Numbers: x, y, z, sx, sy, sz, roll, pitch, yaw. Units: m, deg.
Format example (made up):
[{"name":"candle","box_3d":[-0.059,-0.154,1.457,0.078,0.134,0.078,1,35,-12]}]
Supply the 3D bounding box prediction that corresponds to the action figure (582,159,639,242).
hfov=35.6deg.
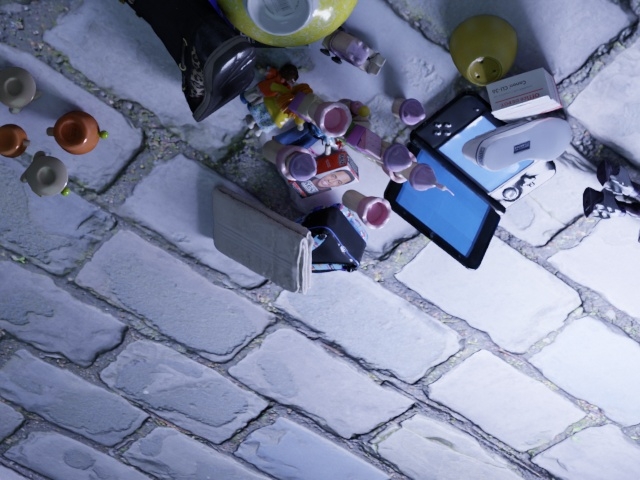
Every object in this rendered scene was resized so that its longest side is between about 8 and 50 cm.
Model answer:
[{"name":"action figure","box_3d":[0.709,-0.070,2.147,0.285,0.099,0.185,16,127,-12]}]

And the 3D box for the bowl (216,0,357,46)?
[{"name":"bowl","box_3d":[-0.067,-0.454,1.785,0.290,0.156,0.289,3,131,3]}]

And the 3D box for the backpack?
[{"name":"backpack","box_3d":[0.000,0.000,2.279,0.173,0.116,0.158,-11,132,39]}]

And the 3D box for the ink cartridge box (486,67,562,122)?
[{"name":"ink cartridge box","box_3d":[0.392,-0.280,1.927,0.115,0.198,0.067,-16,86,19]}]

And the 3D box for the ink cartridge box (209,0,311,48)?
[{"name":"ink cartridge box","box_3d":[-0.125,-0.466,1.914,0.208,0.045,0.206,2,133,7]}]

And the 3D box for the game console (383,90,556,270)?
[{"name":"game console","box_3d":[0.318,-0.121,2.093,0.293,0.173,0.250,36,127,-25]}]

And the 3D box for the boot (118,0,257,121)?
[{"name":"boot","box_3d":[-0.262,-0.392,1.915,0.138,0.377,0.284,-40,91,-11]}]

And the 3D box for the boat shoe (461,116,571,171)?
[{"name":"boat shoe","box_3d":[0.399,-0.205,2.025,0.258,0.084,0.095,-11,114,-34]}]

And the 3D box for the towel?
[{"name":"towel","box_3d":[-0.133,-0.002,2.262,0.282,0.049,0.187,29,137,25]}]

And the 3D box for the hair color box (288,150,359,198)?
[{"name":"hair color box","box_3d":[0.006,-0.143,2.185,0.141,0.043,0.072,-16,146,20]}]

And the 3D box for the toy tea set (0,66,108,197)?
[{"name":"toy tea set","box_3d":[-0.628,-0.251,2.130,0.336,0.124,0.200,40,92,-5]}]

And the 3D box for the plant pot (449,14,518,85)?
[{"name":"plant pot","box_3d":[0.317,-0.354,1.930,0.134,0.095,0.134,3,133,3]}]

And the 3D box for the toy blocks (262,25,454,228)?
[{"name":"toy blocks","box_3d":[0.099,-0.200,1.908,0.289,0.260,0.308,30,92,-32]}]

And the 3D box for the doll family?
[{"name":"doll family","box_3d":[-0.043,-0.244,2.057,0.163,0.118,0.263,-28,124,28]}]
